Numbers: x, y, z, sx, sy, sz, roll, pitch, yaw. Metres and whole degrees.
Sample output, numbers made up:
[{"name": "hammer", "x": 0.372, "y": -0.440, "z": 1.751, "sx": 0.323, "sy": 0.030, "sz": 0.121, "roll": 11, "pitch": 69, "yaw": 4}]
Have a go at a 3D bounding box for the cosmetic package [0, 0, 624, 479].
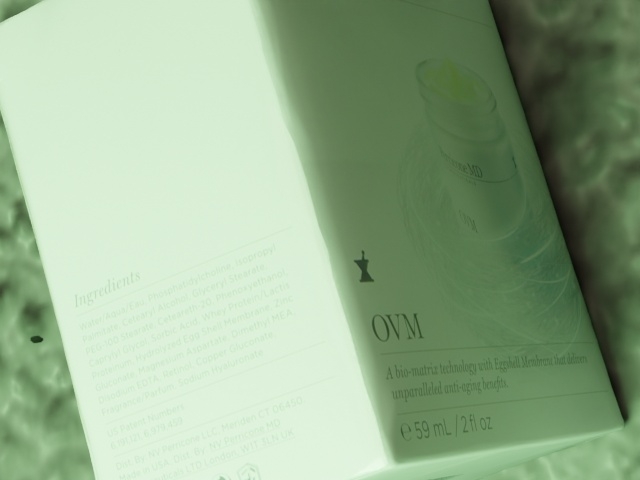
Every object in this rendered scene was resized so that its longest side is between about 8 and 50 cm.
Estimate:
[{"name": "cosmetic package", "x": 0.000, "y": 0.000, "z": 0.822, "sx": 0.138, "sy": 0.224, "sz": 0.224, "roll": -24, "pitch": 77, "yaw": 28}]
